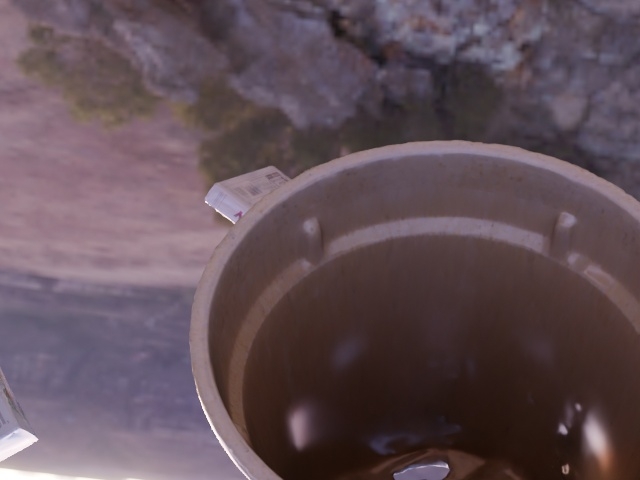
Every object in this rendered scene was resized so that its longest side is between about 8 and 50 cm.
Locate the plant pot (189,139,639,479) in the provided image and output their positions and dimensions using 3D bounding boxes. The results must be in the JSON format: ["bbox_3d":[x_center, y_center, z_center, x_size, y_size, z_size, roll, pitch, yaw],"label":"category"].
[{"bbox_3d":[0.088,0.154,1.019,0.333,0.334,0.305,6,137,7],"label":"plant pot"}]

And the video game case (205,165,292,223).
[{"bbox_3d":[0.000,0.000,1.303,0.183,0.023,0.201,36,-168,6],"label":"video game case"}]

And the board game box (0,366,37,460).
[{"bbox_3d":[-0.409,0.085,1.228,0.224,0.303,0.097,-28,169,-5],"label":"board game box"}]
